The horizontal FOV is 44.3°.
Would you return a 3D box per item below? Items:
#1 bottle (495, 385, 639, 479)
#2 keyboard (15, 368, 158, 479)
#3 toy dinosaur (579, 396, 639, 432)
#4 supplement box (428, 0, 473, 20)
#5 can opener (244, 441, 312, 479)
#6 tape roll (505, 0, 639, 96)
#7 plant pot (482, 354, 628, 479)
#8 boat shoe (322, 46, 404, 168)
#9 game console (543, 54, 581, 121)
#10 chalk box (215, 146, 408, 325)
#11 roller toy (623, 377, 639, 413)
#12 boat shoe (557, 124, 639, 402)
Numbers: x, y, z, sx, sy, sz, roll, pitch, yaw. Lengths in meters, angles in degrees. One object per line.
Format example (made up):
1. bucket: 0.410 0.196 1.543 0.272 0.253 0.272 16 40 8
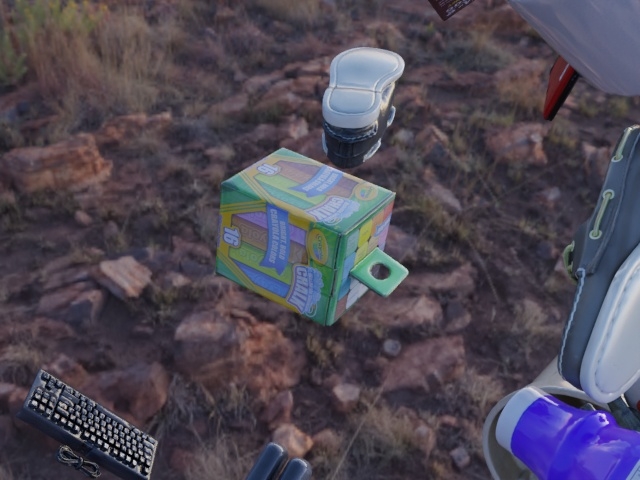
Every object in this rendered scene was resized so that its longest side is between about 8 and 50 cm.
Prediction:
1. bottle: 0.272 0.216 0.644 0.282 0.118 0.092 31 81 46
2. keyboard: -0.277 0.235 0.948 0.180 0.023 0.108 38 29 -21
3. toy dinosaur: 0.416 0.259 1.097 0.064 0.118 0.268 -28 69 -17
4. supplement box: 0.082 -0.296 0.693 0.130 0.073 0.239 61 18 12
5. can opener: -0.104 0.395 0.989 0.076 0.095 0.284 27 75 21
6. tape roll: 0.244 -0.229 0.484 0.100 0.286 0.286 37 35 -20
7. plant pot: 0.514 0.327 1.459 0.333 0.334 0.305 26 39 22
8. boat shoe: 0.058 -0.210 1.191 0.114 0.091 0.303 12 34 13
9. game console: 0.311 -0.204 0.849 0.085 0.144 0.124 18 57 2
10. chalk box: 0.000 0.000 0.928 0.213 0.132 0.132 23 34 22
11. roller toy: 0.523 0.193 1.071 0.209 0.191 0.146 27 66 -3
12. boat shoe: 0.296 0.012 0.766 0.091 0.109 0.305 11 65 46
